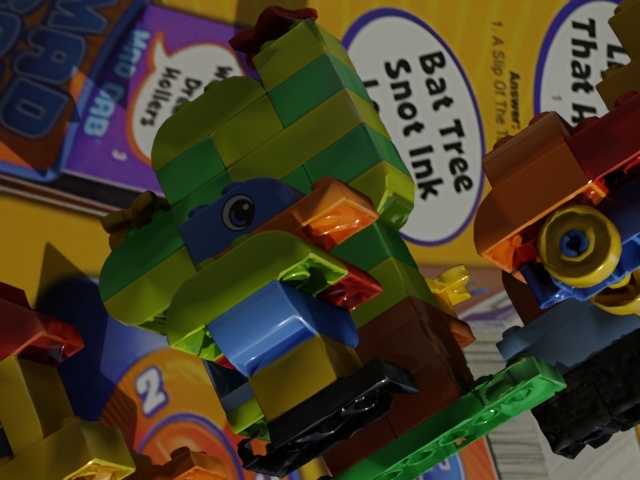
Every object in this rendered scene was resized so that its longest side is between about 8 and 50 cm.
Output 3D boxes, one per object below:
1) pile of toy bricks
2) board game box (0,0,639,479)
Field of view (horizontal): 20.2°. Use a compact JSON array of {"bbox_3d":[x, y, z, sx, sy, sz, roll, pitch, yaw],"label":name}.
[{"bbox_3d":[0.000,0.000,0.371,0.212,0.105,0.118,-33,155,14],"label":"pile of toy bricks"},{"bbox_3d":[-0.101,0.112,0.581,0.356,0.356,0.356,4,169,-29],"label":"board game box"}]
